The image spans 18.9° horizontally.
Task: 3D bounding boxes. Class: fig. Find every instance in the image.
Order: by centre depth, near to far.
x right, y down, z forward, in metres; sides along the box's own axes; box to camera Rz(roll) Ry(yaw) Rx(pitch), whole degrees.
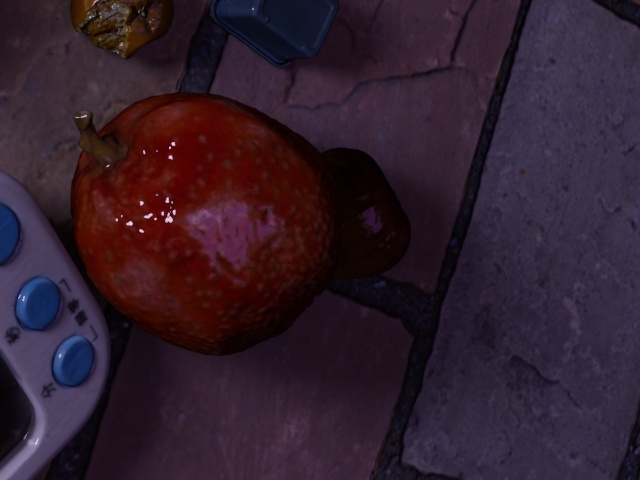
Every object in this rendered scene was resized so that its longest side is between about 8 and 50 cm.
[{"bbox_3d":[0.015,0.000,1.649,0.119,0.119,0.153,23,99,-39],"label":"fig"}]

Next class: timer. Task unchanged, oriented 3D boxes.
[{"bbox_3d":[-0.282,0.080,1.419,0.237,0.087,0.262,-45,130,-24],"label":"timer"}]

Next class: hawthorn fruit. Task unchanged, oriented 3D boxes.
[{"bbox_3d":[-0.104,-0.028,1.496,0.253,0.205,0.205,38,73,-29],"label":"hawthorn fruit"}]

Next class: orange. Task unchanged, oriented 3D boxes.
[{"bbox_3d":[-0.152,-0.186,1.514,0.086,0.062,0.086,-5,98,-41],"label":"orange"}]

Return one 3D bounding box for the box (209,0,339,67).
[{"bbox_3d":[-0.034,-0.196,1.611,0.099,0.054,0.074,33,74,-37],"label":"box"}]
